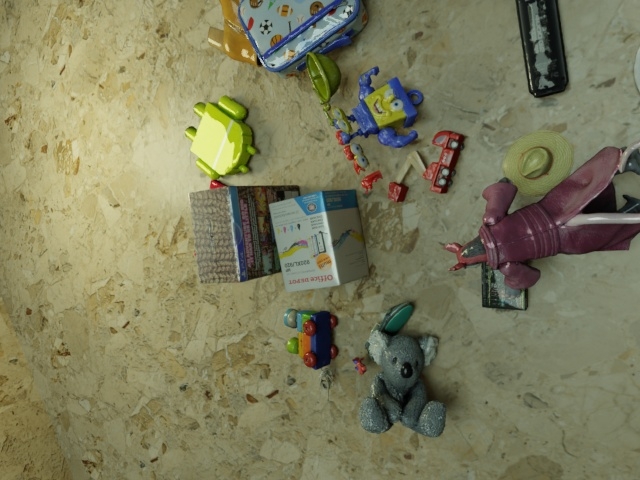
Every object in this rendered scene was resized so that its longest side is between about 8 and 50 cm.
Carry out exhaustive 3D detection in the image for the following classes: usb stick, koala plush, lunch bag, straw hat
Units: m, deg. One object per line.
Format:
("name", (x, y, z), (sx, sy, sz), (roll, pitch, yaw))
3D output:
("usb stick", (0.444, -0.434, 0.970), (0.077, 0.045, 0.278), (-8, 91, 26))
("koala plush", (0.191, 0.330, 1.155), (0.196, 0.203, 0.221), (2, 85, 3))
("lunch bag", (-0.039, -0.565, 1.196), (0.303, 0.115, 0.243), (-29, 81, 19))
("straw hat", (0.444, -0.161, 0.992), (0.144, 0.061, 0.145), (4, 98, 32))

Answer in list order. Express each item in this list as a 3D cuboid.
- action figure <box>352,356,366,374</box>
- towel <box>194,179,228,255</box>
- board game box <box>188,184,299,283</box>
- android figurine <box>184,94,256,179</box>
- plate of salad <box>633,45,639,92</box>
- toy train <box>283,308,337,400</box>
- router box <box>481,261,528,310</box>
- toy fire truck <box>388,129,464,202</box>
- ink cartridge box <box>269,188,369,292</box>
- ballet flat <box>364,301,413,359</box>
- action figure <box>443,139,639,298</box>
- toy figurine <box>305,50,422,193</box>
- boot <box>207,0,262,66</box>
("action figure", (0.105, 0.326, 1.246), (0.030, 0.115, 0.038), (-14, 85, -3))
("towel", (-0.305, -0.037, 1.509), (0.198, 0.031, 0.275), (27, 110, 28))
("board game box", (-0.182, -0.024, 1.275), (0.141, 0.291, 0.232), (-5, 93, 33))
("android figurine", (-0.302, -0.306, 1.458), (0.273, 0.056, 0.248), (36, 113, 25))
("plate of salad", (0.667, -0.319, 0.838), (0.199, 0.048, 0.200), (5, 98, 33))
("toy train", (-0.037, 0.314, 1.342), (0.143, 0.105, 0.248), (5, 99, 43))
("router box", (0.407, 0.090, 1.059), (0.092, 0.038, 0.123), (1, 97, 33))
("toy fire truck", (0.246, -0.170, 1.127), (0.135, 0.047, 0.192), (23, 107, 30))
("ink cartridge box", (0.000, 0.000, 1.233), (0.171, 0.168, 0.233), (-11, 91, 32))
("ballet flat", (0.166, 0.219, 1.220), (0.070, 0.070, 0.188), (37, 110, 24))
("action figure", (0.415, -0.007, 0.886), (0.370, 0.276, 0.248), (-22, 92, 8))
("toy figurine", (0.132, -0.319, 1.161), (0.217, 0.191, 0.363), (-25, 75, 2))
("boot", (-0.200, -0.652, 1.335), (0.211, 0.104, 0.295), (26, 114, 22))
